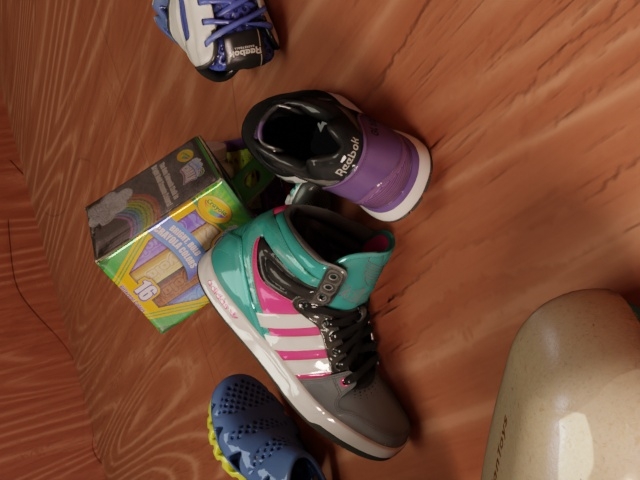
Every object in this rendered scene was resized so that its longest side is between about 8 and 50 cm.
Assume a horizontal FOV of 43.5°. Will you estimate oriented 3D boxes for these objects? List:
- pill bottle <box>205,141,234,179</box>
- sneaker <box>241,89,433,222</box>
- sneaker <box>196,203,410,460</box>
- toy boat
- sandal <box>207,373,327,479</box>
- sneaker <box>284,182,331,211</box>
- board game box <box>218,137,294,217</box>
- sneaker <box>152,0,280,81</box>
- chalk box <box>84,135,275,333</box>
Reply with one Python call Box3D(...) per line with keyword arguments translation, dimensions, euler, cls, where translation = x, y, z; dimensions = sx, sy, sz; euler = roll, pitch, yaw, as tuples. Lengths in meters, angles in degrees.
Box3D(translation=(-0.142, -0.066, 1.041), dimensions=(0.065, 0.065, 0.116), euler=(32, 128, 55), cls="pill bottle")
Box3D(translation=(-0.021, -0.111, 0.790), dimensions=(0.283, 0.124, 0.107), euler=(26, 94, 52), cls="sneaker")
Box3D(translation=(0.026, 0.075, 0.825), dimensions=(0.295, 0.124, 0.178), euler=(47, 121, 1), cls="sneaker")
Box3D(translation=(0.187, 0.195, 0.483), dimensions=(0.318, 0.148, 0.267), euler=(-82, -2, -64), cls="toy boat")
Box3D(translation=(-0.043, 0.307, 1.066), dimensions=(0.317, 0.126, 0.138), euler=(55, 143, 22), cls="sandal")
Box3D(translation=(0.000, 0.000, 0.916), dimensions=(0.076, 0.065, 0.166), euler=(33, 135, 33), cls="sneaker")
Box3D(translation=(-0.123, -0.036, 1.139), dimensions=(0.347, 0.056, 0.208), euler=(4, 101, 62), cls="board game box")
Box3D(translation=(-0.108, -0.301, 0.927), dimensions=(0.182, 0.128, 0.315), euler=(59, 155, 25), cls="sneaker")
Box3D(translation=(-0.144, -0.022, 0.938), dimensions=(0.132, 0.213, 0.132), euler=(58, 179, -36), cls="chalk box")
